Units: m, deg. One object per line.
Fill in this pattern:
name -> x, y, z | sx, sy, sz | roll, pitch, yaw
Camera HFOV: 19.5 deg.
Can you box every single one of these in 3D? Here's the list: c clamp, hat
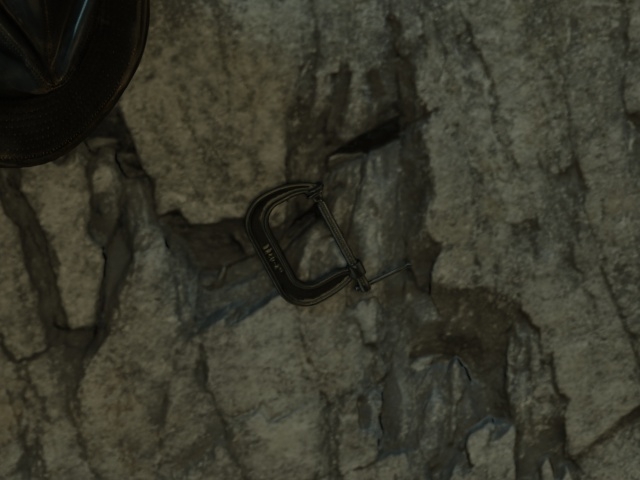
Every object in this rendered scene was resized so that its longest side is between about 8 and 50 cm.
c clamp -> 0.000, 0.000, 1.993 | 0.137, 0.022, 0.161 | -33, 110, 3
hat -> -0.279, -0.227, 1.782 | 0.331, 0.134, 0.331 | -6, 102, -30
